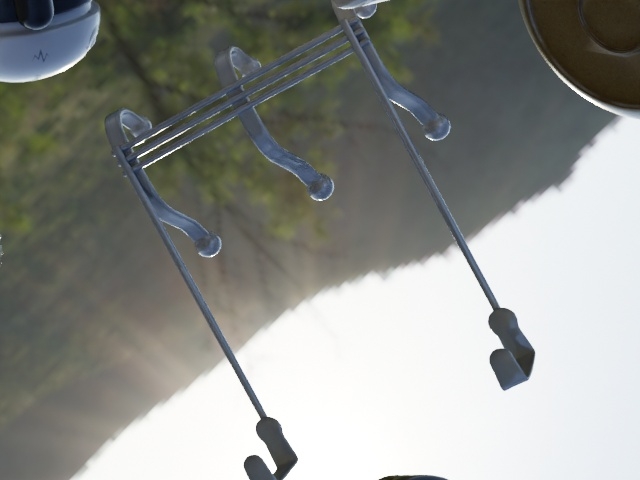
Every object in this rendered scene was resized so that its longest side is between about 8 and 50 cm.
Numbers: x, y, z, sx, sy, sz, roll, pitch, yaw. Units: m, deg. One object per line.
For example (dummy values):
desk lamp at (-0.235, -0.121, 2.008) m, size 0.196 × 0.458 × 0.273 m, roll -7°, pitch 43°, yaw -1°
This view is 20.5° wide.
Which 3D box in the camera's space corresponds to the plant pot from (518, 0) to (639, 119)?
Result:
plant pot at (0.263, -0.203, 1.553) m, size 0.032 × 0.236 × 0.236 m, roll -38°, pitch -178°, yaw -36°

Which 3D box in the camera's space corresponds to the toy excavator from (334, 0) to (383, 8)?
toy excavator at (-0.117, -0.318, 1.320) m, size 0.222 × 0.445 × 0.433 m, roll -22°, pitch 174°, yaw -40°

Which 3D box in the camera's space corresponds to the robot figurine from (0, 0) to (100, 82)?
robot figurine at (-0.309, -0.297, 1.775) m, size 0.174 × 0.278 × 0.209 m, roll 5°, pitch -156°, yaw 22°

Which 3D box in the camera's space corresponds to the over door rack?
over door rack at (0.000, 0.000, 1.355) m, size 0.239 × 0.324 × 0.108 m, roll -27°, pitch 172°, yaw 23°

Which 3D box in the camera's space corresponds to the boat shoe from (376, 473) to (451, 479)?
boat shoe at (0.086, 0.276, 1.591) m, size 0.104 × 0.307 × 0.110 m, roll 5°, pitch -109°, yaw 28°

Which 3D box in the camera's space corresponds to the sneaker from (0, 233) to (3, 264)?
sneaker at (-0.284, 0.044, 1.200) m, size 0.084 × 0.069 × 0.185 m, roll -9°, pitch 135°, yaw -56°
